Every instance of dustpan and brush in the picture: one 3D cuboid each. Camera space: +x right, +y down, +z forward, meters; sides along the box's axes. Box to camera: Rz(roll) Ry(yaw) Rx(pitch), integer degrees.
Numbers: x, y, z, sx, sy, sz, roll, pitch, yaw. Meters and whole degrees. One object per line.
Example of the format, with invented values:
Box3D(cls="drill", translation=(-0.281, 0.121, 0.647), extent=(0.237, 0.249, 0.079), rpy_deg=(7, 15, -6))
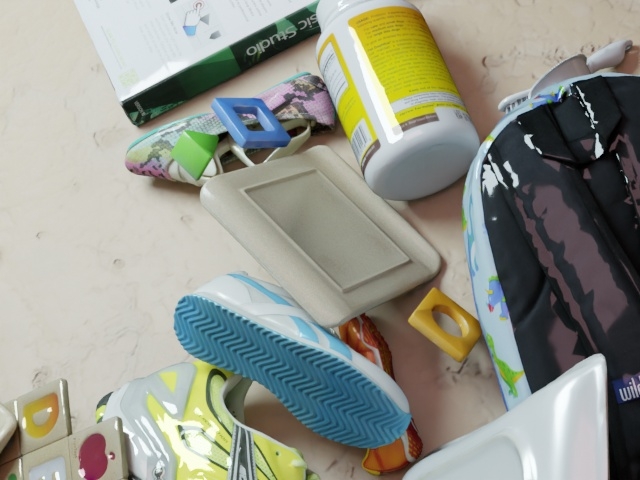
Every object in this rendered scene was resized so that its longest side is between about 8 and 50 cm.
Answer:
Box3D(cls="dustpan and brush", translation=(0.235, -0.143, 1.356), extent=(0.211, 0.147, 0.060), rpy_deg=(-22, 70, -27))

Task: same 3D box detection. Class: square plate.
Box3D(cls="square plate", translation=(0.114, 0.291, 1.056), extent=(0.049, 0.344, 0.347), rpy_deg=(12, 65, -14))

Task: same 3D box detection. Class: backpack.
Box3D(cls="backpack", translation=(0.251, 0.039, 1.186), extent=(0.290, 0.273, 0.356), rpy_deg=(-24, 94, 1))

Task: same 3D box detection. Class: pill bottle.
Box3D(cls="pill bottle", translation=(0.068, -0.154, 1.385), extent=(0.117, 0.117, 0.215), rpy_deg=(-22, 63, 2))

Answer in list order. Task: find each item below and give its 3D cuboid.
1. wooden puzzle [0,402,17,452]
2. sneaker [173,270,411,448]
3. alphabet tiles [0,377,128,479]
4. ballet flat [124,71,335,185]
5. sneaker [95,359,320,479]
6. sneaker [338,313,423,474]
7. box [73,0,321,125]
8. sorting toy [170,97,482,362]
Box3D(cls="wooden puzzle", translation=(-0.412, 0.198, 1.326), extent=(0.238, 0.044, 0.221), rpy_deg=(36, 95, 34))
Box3D(cls="sneaker", translation=(-0.014, 0.097, 1.250), extent=(0.228, 0.087, 0.092), rpy_deg=(31, 33, 14))
Box3D(cls="alphabet tiles", translation=(-0.299, 0.291, 1.254), extent=(0.342, 0.011, 0.285), rpy_deg=(-25, 60, 25))
Box3D(cls="ballet flat", translation=(-0.088, -0.098, 1.423), extent=(0.221, 0.077, 0.079), rpy_deg=(-22, 66, -2))
Box3D(cls="sneaker", translation=(-0.058, 0.255, 1.210), extent=(0.147, 0.145, 0.385), rpy_deg=(-32, 64, -2))
Box3D(cls="sneaker", translation=(0.037, 0.130, 1.293), extent=(0.067, 0.064, 0.175), rpy_deg=(-23, 59, 13))
Box3D(cls="box", translation=(-0.107, -0.292, 1.526), extent=(0.322, 0.058, 0.232), rpy_deg=(-27, 62, 1))
Box3D(cls="sorting toy", translation=(0.000, 0.000, 1.309), extent=(0.347, 0.196, 0.047), rpy_deg=(45, 124, 15))
